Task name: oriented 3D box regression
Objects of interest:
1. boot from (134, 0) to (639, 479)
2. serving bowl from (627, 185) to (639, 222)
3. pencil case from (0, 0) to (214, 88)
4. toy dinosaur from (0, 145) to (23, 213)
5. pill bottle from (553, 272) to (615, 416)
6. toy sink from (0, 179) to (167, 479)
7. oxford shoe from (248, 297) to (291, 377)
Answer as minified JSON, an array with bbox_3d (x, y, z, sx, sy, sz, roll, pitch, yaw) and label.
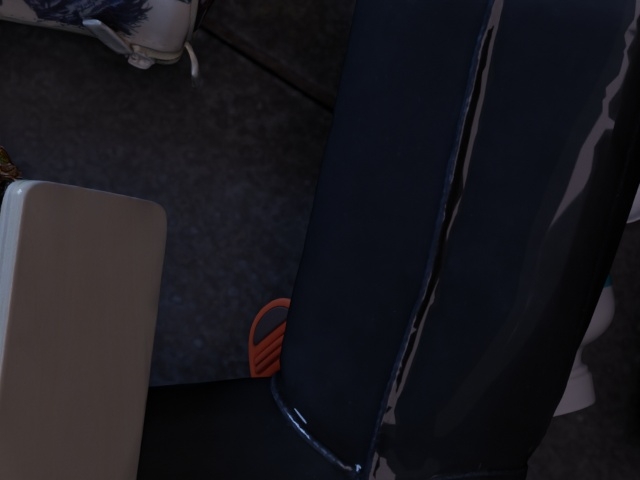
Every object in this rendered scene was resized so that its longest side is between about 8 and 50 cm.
[{"bbox_3d":[0.002,0.001,0.878,0.367,0.146,0.445,17,100,16],"label":"boot"},{"bbox_3d":[0.228,-0.054,1.063,0.083,0.027,0.083,0,88,-9],"label":"serving bowl"},{"bbox_3d":[-0.262,-0.225,0.928,0.410,0.160,0.184,7,75,-9],"label":"pencil case"},{"bbox_3d":[-0.363,-0.016,0.899,0.321,0.164,0.218,-2,66,-9],"label":"toy dinosaur"},{"bbox_3d":[0.130,-0.005,0.986,0.146,0.146,0.264,-11,90,-9],"label":"pill bottle"},{"bbox_3d":[-0.198,0.081,0.815,0.131,0.153,0.234,6,89,25],"label":"toy sink"},{"bbox_3d":[0.042,0.158,1.005,0.097,0.098,0.271,-38,79,30],"label":"oxford shoe"}]
